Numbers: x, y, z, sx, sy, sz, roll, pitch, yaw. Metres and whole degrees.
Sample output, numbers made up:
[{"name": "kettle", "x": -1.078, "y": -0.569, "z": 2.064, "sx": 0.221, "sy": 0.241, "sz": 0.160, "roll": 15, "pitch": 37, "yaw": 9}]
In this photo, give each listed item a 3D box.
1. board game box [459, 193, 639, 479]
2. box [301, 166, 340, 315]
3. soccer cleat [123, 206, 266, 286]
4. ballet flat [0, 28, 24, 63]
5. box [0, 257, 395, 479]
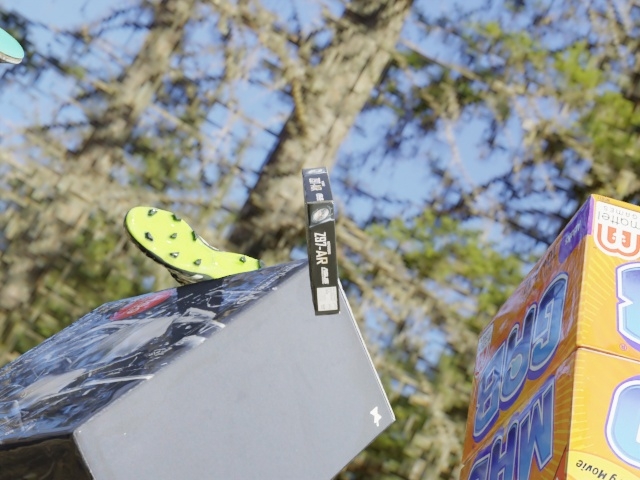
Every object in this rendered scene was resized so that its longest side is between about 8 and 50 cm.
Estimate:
[{"name": "board game box", "x": 0.370, "y": 0.226, "z": 1.457, "sx": 0.356, "sy": 0.356, "sz": 0.356, "roll": 15, "pitch": -31, "yaw": -6}, {"name": "box", "x": 0.000, "y": 0.000, "z": 0.934, "sx": 0.018, "sy": 0.067, "sz": 0.083, "roll": -5, "pitch": -68, "yaw": -2}, {"name": "soccer cleat", "x": -0.135, "y": 0.022, "z": 1.392, "sx": 0.179, "sy": 0.060, "sz": 0.072, "roll": 29, "pitch": -38, "yaw": -34}, {"name": "ballet flat", "x": -0.525, "y": -0.304, "z": 2.048, "sx": 0.070, "sy": 0.070, "sz": 0.188, "roll": 13, "pitch": -12, "yaw": 33}, {"name": "box", "x": -0.166, "y": 0.177, "z": 1.221, "sx": 0.312, "sy": 0.343, "sz": 0.179, "roll": -12, "pitch": -75, "yaw": 39}]
